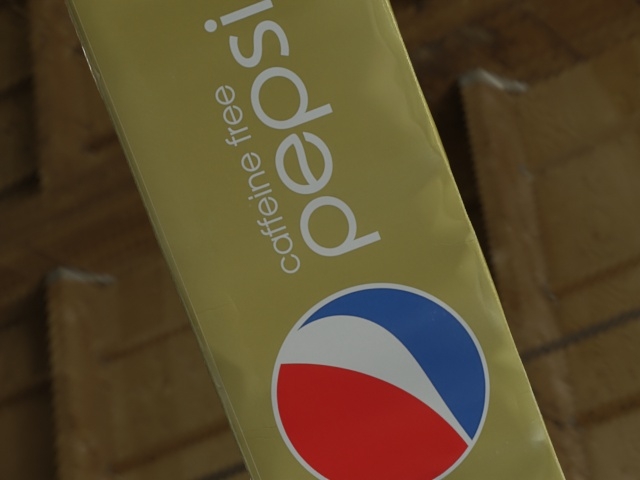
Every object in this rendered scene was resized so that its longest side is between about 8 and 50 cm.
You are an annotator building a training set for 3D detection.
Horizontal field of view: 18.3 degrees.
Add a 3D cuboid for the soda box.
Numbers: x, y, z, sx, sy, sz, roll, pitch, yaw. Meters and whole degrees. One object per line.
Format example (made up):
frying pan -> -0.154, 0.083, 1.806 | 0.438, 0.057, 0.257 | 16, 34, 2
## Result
soda box -> 0.000, 0.000, 0.397 | 0.058, 0.061, 0.181 | -20, -83, 1
